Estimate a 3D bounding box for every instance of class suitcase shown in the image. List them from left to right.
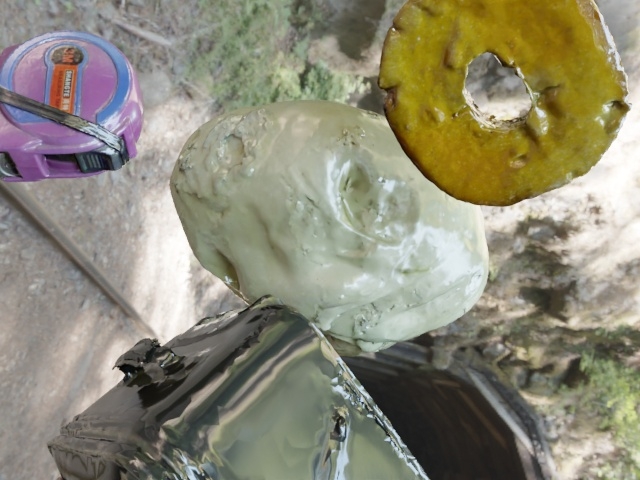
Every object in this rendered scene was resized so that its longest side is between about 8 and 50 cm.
[{"bbox_3d":[-0.016,0.256,0.444,0.194,0.434,0.283,-39,-170,-36],"label":"suitcase"}]

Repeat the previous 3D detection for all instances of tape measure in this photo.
[{"bbox_3d":[-0.209,-0.108,0.474,0.074,0.125,0.118,115,-27,-64],"label":"tape measure"}]

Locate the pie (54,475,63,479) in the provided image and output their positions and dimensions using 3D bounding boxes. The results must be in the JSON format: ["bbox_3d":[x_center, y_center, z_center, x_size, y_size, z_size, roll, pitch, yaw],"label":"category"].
[{"bbox_3d":[-0.409,0.392,0.793,0.054,0.204,0.218,63,-13,-2],"label":"pie"}]

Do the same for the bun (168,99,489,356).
[{"bbox_3d":[0.000,0.000,0.669,0.326,0.361,0.235,139,-31,-70],"label":"bun"}]

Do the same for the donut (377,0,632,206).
[{"bbox_3d":[0.130,-0.117,0.428,0.179,0.162,0.065,63,31,-21],"label":"donut"}]
